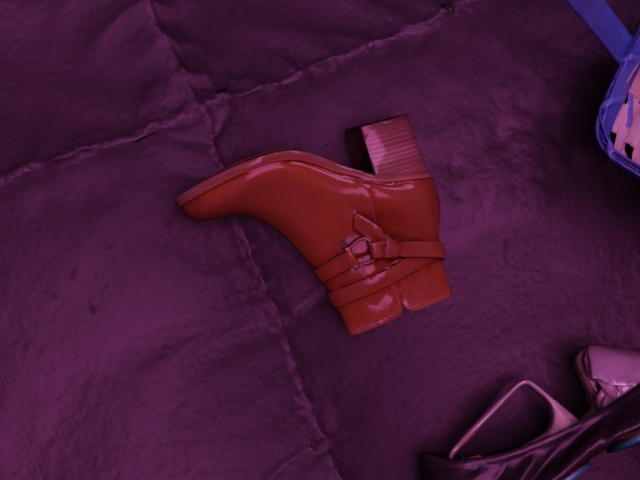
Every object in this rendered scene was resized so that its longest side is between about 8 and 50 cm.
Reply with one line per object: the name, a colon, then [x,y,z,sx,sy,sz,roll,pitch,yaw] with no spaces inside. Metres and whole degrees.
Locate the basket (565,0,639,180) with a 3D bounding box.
basket: [0.314,-0.109,0.753,0.289,0.255,0.201,40,77,-47]

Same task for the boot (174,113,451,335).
boot: [0.000,0.000,0.844,0.197,0.073,0.152,-15,96,-4]

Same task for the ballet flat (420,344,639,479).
ballet flat: [0.202,0.139,0.859,0.280,0.095,0.096,-26,78,-7]
